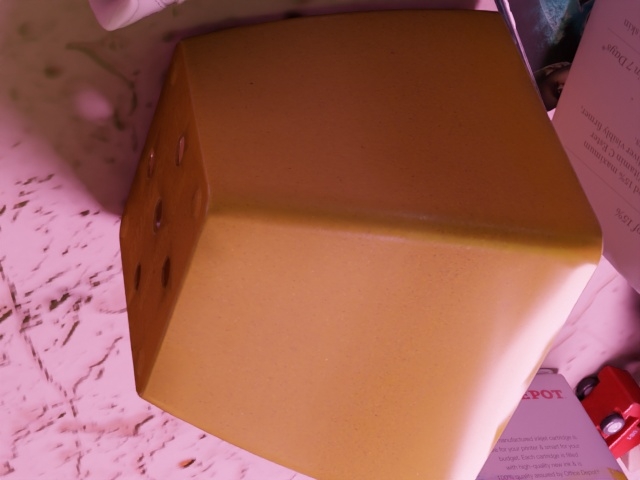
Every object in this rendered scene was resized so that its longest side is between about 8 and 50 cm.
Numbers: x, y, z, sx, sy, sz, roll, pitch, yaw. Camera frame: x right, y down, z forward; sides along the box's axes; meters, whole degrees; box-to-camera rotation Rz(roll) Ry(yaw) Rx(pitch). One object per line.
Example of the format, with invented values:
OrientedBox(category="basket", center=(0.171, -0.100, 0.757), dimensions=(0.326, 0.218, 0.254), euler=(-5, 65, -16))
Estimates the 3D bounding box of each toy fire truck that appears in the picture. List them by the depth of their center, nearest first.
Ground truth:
OrientedBox(category="toy fire truck", center=(0.251, 0.157, 1.244), dimensions=(0.135, 0.047, 0.192), euler=(19, 121, -41))

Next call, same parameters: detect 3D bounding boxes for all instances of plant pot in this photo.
OrientedBox(category="plant pot", center=(0.000, 0.000, 0.830), dimensions=(0.187, 0.212, 0.212), euler=(7, 129, -20))

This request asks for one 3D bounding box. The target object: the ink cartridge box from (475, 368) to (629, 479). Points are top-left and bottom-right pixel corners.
OrientedBox(category="ink cartridge box", center=(0.147, 0.200, 1.104), dimensions=(0.154, 0.212, 0.093), euler=(2, 135, -32))

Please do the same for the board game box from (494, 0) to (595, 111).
OrientedBox(category="board game box", center=(0.155, -0.165, 0.871), dimensions=(0.126, 0.026, 0.186), euler=(-31, 140, 1))

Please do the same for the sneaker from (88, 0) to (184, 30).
OrientedBox(category="sneaker", center=(-0.110, -0.195, 0.619), dimensions=(0.152, 0.114, 0.305), euler=(-34, 140, 4))

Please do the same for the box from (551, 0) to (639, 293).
OrientedBox(category="box", center=(0.283, -0.120, 0.811), dimensions=(0.168, 0.215, 0.345), euler=(-11, 133, -33))
